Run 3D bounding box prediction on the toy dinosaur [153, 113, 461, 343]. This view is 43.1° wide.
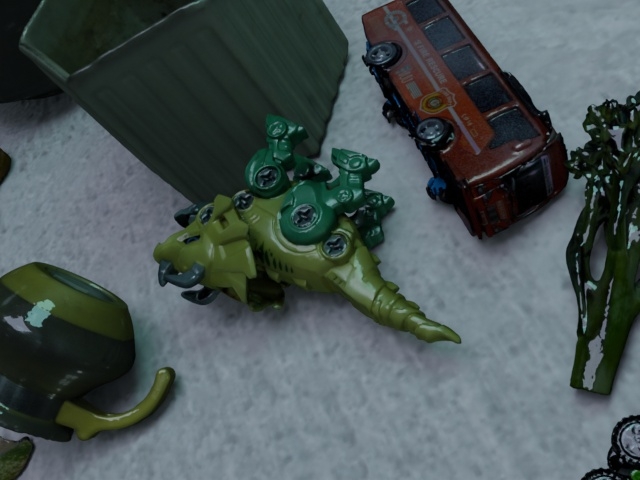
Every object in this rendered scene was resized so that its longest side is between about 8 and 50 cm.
[{"bbox_3d":[0.000,0.000,0.596,0.259,0.094,0.153,18,69,30],"label":"toy dinosaur"}]

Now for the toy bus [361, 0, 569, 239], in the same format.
[{"bbox_3d":[0.099,-0.106,0.617,0.096,0.073,0.235,-27,48,3],"label":"toy bus"}]

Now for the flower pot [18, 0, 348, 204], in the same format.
[{"bbox_3d":[-0.111,-0.170,0.708,0.209,0.189,0.239,-1,57,31],"label":"flower pot"}]

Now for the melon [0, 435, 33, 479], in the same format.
[{"bbox_3d":[-0.330,0.204,0.687,0.182,0.054,0.098,-5,42,28],"label":"melon"}]

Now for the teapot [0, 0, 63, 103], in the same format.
[{"bbox_3d":[-0.411,-0.349,0.853,0.376,0.362,0.305,21,77,25],"label":"teapot"}]

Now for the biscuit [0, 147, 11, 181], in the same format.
[{"bbox_3d":[-0.462,-0.039,0.930,0.290,0.041,0.208,19,71,39],"label":"biscuit"}]

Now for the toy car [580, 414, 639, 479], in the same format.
[{"bbox_3d":[0.145,0.164,0.404,0.062,0.071,0.165,31,77,27],"label":"toy car"}]

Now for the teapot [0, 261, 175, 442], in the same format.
[{"bbox_3d":[-0.199,0.095,0.636,0.166,0.130,0.119,26,89,8],"label":"teapot"}]

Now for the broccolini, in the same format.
[{"bbox_3d":[0.190,-0.007,0.497,0.091,0.068,0.202,10,64,14],"label":"broccolini"}]
